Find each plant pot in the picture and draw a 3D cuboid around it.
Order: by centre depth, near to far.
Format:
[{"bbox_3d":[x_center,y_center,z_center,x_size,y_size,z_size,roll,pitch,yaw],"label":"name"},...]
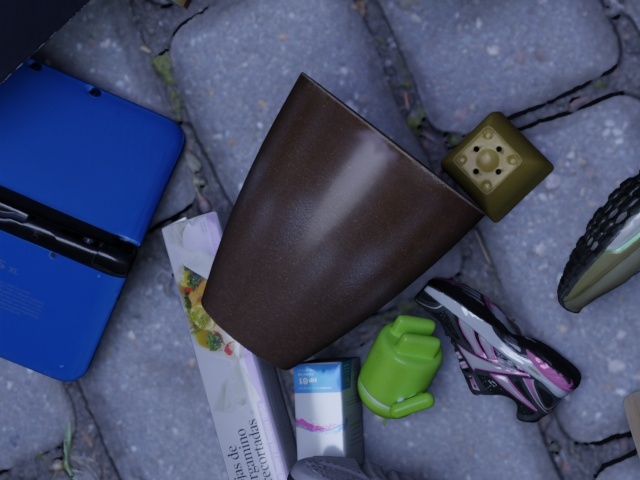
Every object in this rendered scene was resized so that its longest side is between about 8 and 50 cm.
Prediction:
[{"bbox_3d":[0.000,0.000,1.256,0.215,0.215,0.230,38,96,12],"label":"plant pot"},{"bbox_3d":[0.164,-0.074,1.289,0.081,0.083,0.081,-44,78,9],"label":"plant pot"}]

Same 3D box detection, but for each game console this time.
[{"bbox_3d":[-0.324,-0.038,1.381,0.293,0.173,0.250,24,119,-6],"label":"game console"}]

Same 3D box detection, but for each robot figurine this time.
[{"bbox_3d":[0.076,0.125,1.300,0.067,0.101,0.115,9,128,-19],"label":"robot figurine"}]

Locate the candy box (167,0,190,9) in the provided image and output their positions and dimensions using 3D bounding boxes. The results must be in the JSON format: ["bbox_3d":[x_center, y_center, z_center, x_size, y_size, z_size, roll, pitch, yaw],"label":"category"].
[{"bbox_3d":[-0.203,-0.330,1.405,0.186,0.053,0.109,25,93,12],"label":"candy box"}]

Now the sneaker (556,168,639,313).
[{"bbox_3d":[0.406,-0.024,1.206,0.410,0.158,0.182,-33,93,14],"label":"sneaker"}]

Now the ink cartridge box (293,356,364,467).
[{"bbox_3d":[0.009,0.178,1.315,0.052,0.088,0.123,-5,87,13],"label":"ink cartridge box"}]

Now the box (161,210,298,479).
[{"bbox_3d":[-0.082,0.132,1.352,0.063,0.067,0.324,-17,85,13],"label":"box"}]

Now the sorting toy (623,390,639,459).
[{"bbox_3d":[0.414,0.205,1.161,0.255,0.089,0.257,-20,58,13],"label":"sorting toy"}]

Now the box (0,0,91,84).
[{"bbox_3d":[-0.414,-0.295,1.291,0.343,0.179,0.312,34,71,31],"label":"box"}]

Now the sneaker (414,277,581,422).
[{"bbox_3d":[0.156,0.110,1.295,0.178,0.072,0.077,39,108,18],"label":"sneaker"}]

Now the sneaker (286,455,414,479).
[{"bbox_3d":[0.090,0.328,1.235,0.321,0.124,0.180,26,97,-10],"label":"sneaker"}]
